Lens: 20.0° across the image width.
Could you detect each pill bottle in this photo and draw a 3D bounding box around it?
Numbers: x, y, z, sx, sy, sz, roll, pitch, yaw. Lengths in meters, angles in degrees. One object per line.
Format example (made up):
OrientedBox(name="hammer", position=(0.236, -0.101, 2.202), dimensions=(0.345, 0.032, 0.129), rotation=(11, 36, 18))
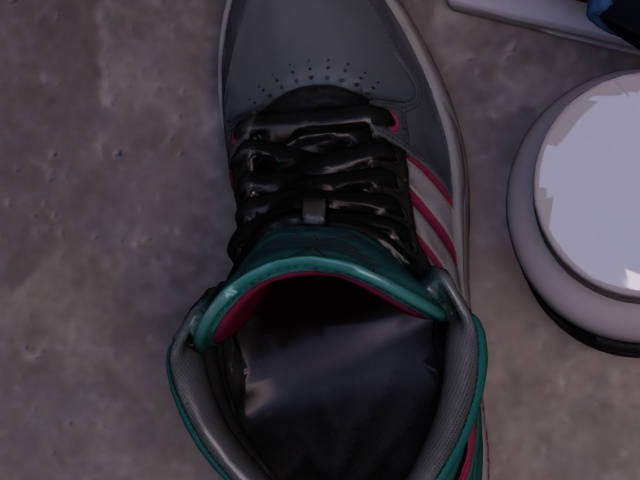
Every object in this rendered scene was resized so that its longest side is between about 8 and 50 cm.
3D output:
OrientedBox(name="pill bottle", position=(0.128, -0.011, 0.723), dimensions=(0.108, 0.180, 0.108), rotation=(-1, 83, 9))

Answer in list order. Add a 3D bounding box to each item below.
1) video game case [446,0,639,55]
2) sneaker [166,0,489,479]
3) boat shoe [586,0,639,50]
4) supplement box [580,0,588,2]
OrientedBox(name="video game case", position=(0.164, -0.176, 0.817), dimensions=(0.173, 0.022, 0.190), rotation=(15, 86, 10))
OrientedBox(name="sneaker", position=(0.000, 0.000, 0.743), dimensions=(0.124, 0.178, 0.295), rotation=(-13, 81, 8))
OrientedBox(name="boat shoe", position=(0.223, -0.096, 0.708), dimensions=(0.258, 0.089, 0.109), rotation=(-17, 117, -28))
OrientedBox(name="supplement box", position=(0.168, -0.211, 0.770), dimensions=(0.078, 0.080, 0.233), rotation=(17, 86, 10))
